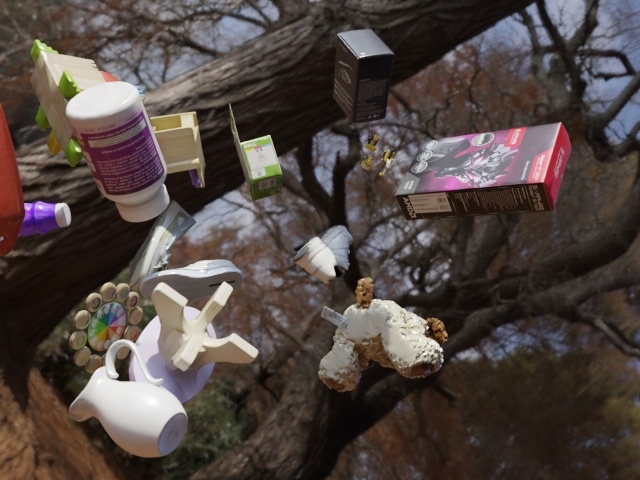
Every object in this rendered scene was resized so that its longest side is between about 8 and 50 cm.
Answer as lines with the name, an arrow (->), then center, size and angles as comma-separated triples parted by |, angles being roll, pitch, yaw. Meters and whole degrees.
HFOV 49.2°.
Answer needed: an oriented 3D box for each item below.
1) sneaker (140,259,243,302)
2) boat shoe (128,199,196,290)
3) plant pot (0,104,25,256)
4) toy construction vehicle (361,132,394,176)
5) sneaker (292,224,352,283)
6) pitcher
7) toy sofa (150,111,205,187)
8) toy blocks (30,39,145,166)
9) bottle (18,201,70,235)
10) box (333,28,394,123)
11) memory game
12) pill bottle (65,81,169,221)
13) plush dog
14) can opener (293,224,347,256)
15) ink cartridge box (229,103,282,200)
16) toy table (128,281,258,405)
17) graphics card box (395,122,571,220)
sneaker -> -0.328, 0.103, 1.769 | 0.091, 0.257, 0.094 | -137, -132, -59
boat shoe -> -0.431, 0.020, 1.923 | 0.103, 0.321, 0.118 | 35, -53, -18
plant pot -> -0.669, -0.080, 1.232 | 0.236, 0.267, 0.267 | 58, -39, 7
toy construction vehicle -> 0.159, -0.232, 1.908 | 0.085, 0.098, 0.035 | 24, -4, -21
sneaker -> 0.027, 0.047, 1.964 | 0.129, 0.297, 0.111 | 46, -62, 5
pitcher -> -0.343, 0.294, 1.304 | 0.207, 0.178, 0.125 | 19, -6, 26
toy sofa -> -0.427, -0.262, 2.049 | 0.362, 0.150, 0.177 | -115, -163, -70
toy blocks -> -0.569, -0.345, 1.812 | 0.191, 0.260, 0.381 | -54, -125, 32
bottle -> -0.848, -0.055, 1.953 | 0.118, 0.282, 0.092 | 12, 71, -89
box -> 0.115, -0.455, 1.941 | 0.207, 0.108, 0.153 | 95, -24, -43
memory game -> -0.418, 0.173, 1.379 | 0.012, 0.186, 0.186 | 14, -41, 27
pill bottle -> -0.455, -0.196, 1.618 | 0.169, 0.169, 0.302 | 39, -29, 45
plush dog -> 0.136, 0.199, 1.462 | 0.225, 0.262, 0.211 | 27, 50, -61
can opener -> 0.000, 0.000, 2.167 | 0.073, 0.186, 0.059 | 54, 20, -36
ink cartridge box -> -0.198, -0.273, 2.109 | 0.189, 0.096, 0.256 | 112, -38, -76
toy table -> -0.275, 0.213, 1.478 | 0.252, 0.274, 0.161 | 31, -53, -20
graphics card box -> 0.389, -0.163, 1.683 | 0.370, 0.233, 0.094 | -3, -49, 35
